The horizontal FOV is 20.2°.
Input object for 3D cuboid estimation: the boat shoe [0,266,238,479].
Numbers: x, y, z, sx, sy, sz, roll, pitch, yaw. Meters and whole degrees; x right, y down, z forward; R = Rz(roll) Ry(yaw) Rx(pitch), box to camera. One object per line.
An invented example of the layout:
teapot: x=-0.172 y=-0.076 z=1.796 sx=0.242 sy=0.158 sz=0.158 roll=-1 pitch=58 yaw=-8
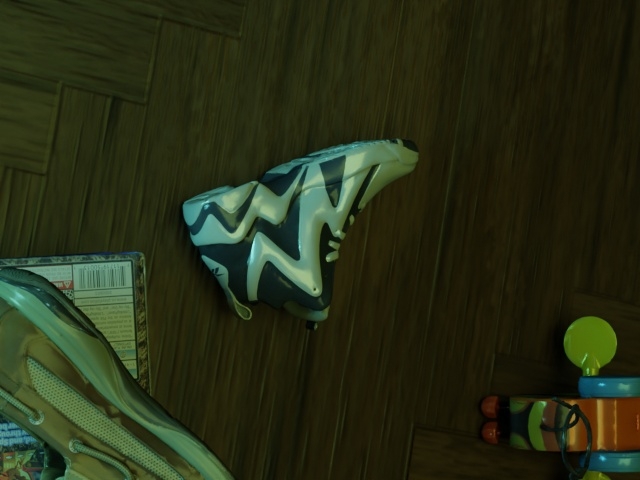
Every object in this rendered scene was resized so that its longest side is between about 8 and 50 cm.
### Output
boat shoe: x=-0.172 y=0.169 z=1.413 sx=0.120 sy=0.122 sz=0.324 roll=-45 pitch=100 yaw=-17

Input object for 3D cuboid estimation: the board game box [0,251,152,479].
board game box: x=-0.271 y=0.159 z=1.498 sx=0.232 sy=0.141 sz=0.291 roll=-2 pitch=90 yaw=-28

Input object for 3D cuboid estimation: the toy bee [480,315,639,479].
toy bee: x=0.251 y=0.169 z=1.794 sx=0.298 sy=0.162 sz=0.195 roll=35 pitch=62 yaw=-49

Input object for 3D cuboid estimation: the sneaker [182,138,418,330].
sneaker: x=0.000 y=0.000 z=1.677 sx=0.235 sy=0.094 sz=0.153 roll=-21 pitch=100 yaw=-27
